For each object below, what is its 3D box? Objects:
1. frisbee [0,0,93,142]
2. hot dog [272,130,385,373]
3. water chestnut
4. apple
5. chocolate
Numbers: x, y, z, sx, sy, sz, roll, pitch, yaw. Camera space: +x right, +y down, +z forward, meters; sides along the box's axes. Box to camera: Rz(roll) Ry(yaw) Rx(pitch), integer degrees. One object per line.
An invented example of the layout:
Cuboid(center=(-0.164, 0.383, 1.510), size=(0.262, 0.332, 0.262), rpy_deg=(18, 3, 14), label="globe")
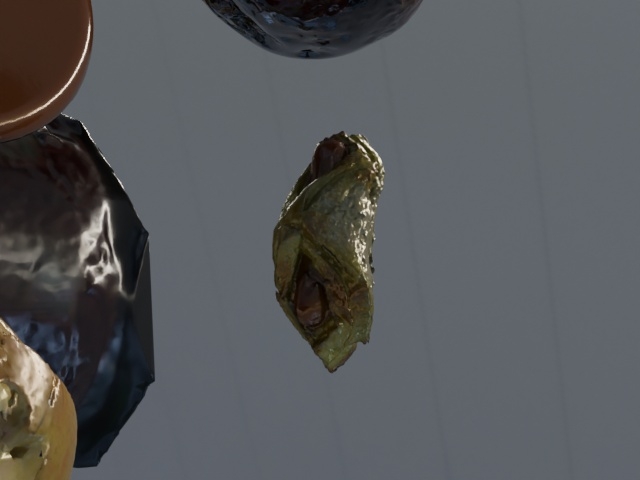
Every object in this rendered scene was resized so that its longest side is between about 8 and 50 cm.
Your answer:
Cuboid(center=(-0.255, -0.174, 0.762), size=(0.021, 0.251, 0.251), rpy_deg=(-30, -90, 43), label="frisbee")
Cuboid(center=(0.000, 0.000, 0.780), size=(0.078, 0.061, 0.169), rpy_deg=(-10, -115, 34), label="hot dog")
Cuboid(center=(-0.016, -0.355, 1.194), size=(0.350, 0.302, 0.350), rpy_deg=(41, -5, 4), label="water chestnut")
Cuboid(center=(-0.177, 0.078, 0.517), size=(0.146, 0.146, 0.146), rpy_deg=(23, -54, 35), label="apple")
Cuboid(center=(-0.378, 0.048, 1.004), size=(0.383, 0.331, 0.384), rpy_deg=(5, -81, 31), label="chocolate")
